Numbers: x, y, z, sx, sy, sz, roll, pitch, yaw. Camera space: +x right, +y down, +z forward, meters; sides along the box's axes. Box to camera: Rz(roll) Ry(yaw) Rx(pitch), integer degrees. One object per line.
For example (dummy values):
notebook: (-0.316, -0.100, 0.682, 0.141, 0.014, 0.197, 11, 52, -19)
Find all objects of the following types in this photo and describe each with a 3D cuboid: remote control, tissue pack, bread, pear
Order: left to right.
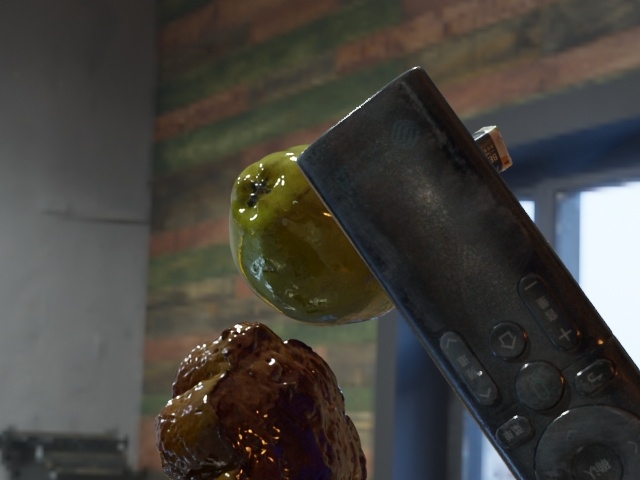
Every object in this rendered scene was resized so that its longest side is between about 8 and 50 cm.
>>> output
bread: (-0.062, 0.212, 1.635, 0.135, 0.246, 0.232, -19, 23, 29)
pear: (0.000, 0.000, 1.955, 0.212, 0.212, 0.269, -5, -33, 39)
tissue pack: (0.212, -0.111, 2.174, 0.083, 0.062, 0.042, -31, 14, -32)
remote control: (0.129, 0.071, 1.014, 0.107, 0.377, 0.044, -37, -8, 22)
